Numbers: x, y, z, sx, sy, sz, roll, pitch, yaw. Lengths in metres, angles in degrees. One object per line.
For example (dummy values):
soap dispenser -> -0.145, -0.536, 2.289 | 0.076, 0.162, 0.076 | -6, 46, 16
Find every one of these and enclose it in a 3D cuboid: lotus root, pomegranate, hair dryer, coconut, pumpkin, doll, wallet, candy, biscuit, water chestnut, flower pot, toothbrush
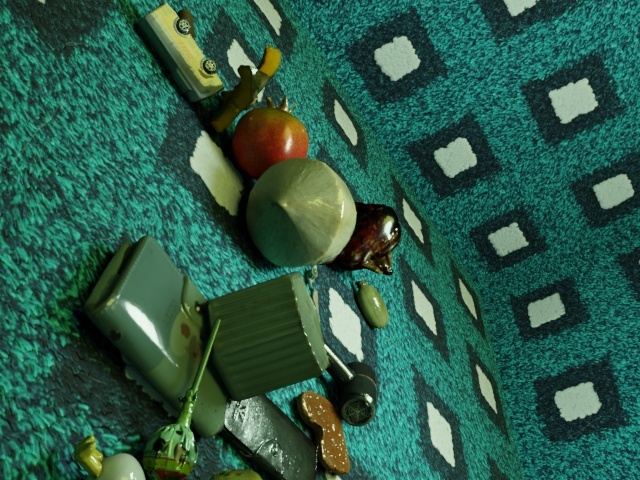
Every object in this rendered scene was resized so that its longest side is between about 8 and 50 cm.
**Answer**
lotus root -> 0.178, 0.217, 2.245 | 0.183, 0.077, 0.090 | 65, 21, -2
pomegranate -> -0.141, -0.294, 1.869 | 0.221, 0.221, 0.257 | 25, 79, -58
hair dryer -> 0.018, 0.324, 1.729 | 0.352, 0.107, 0.189 | 48, 13, -12
coconut -> -0.051, -0.075, 1.754 | 0.329, 0.329, 0.329 | 49, 25, -33
pumpkin -> -0.218, -0.415, 1.814 | 0.095, 0.258, 0.290 | 41, 29, -14
doll -> -0.261, 0.411, 0.945 | 0.293, 0.119, 0.138 | 59, -13, -8
wallet -> -0.109, 0.417, 1.394 | 0.318, 0.045, 0.172 | 51, 23, -27
candy -> -0.227, 0.269, 1.134 | 0.091, 0.083, 0.305 | 52, 43, -46
biscuit -> 0.003, 0.471, 1.598 | 0.186, 0.036, 0.192 | 41, 28, -49
water chestnut -> 0.143, -0.008, 2.206 | 0.289, 0.289, 0.244 | -15, 112, -69
wallet -> -0.275, 0.174, 1.230 | 0.360, 0.083, 0.252 | 58, 23, -29
flower pot -> -0.104, 0.189, 1.315 | 0.209, 0.189, 0.239 | 62, 13, -55
toothbrush -> -0.018, 0.169, 1.820 | 0.028, 0.037, 0.375 | 37, 19, -18

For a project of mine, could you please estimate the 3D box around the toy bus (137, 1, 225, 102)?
toy bus -> -0.370, -0.496, 1.740 | 0.106, 0.092, 0.268 | -43, 111, -26

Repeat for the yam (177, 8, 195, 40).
yam -> -0.390, -0.585, 1.881 | 0.057, 0.057, 0.241 | 40, 30, -47

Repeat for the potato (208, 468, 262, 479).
potato -> -0.142, 0.499, 1.066 | 0.148, 0.197, 0.228 | -4, 78, -24

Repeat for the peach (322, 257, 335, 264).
peach -> 0.000, 0.000, 2.029 | 0.152, 0.152, 0.152 | 49, 25, -33
